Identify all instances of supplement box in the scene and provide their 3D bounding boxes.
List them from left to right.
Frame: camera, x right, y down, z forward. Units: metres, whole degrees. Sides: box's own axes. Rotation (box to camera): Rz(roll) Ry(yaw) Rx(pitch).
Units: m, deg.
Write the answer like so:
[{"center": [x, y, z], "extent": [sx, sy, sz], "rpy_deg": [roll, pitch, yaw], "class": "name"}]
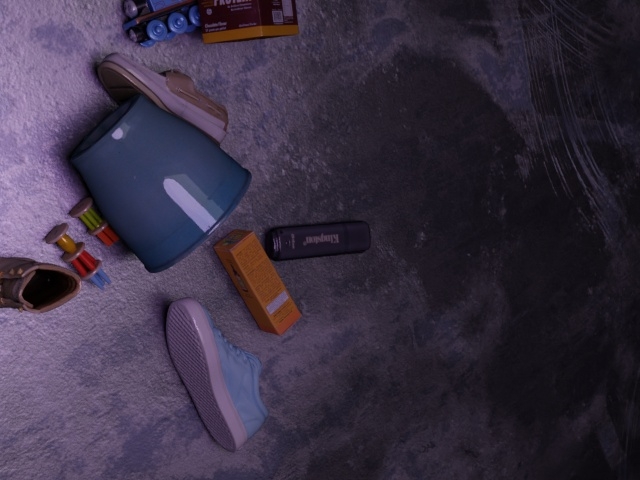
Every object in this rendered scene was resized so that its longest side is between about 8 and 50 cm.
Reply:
[{"center": [-0.146, -0.496, 1.889], "extent": [0.191, 0.129, 0.194], "rpy_deg": [-31, 116, -65], "class": "supplement box"}, {"center": [-0.133, 0.089, 2.043], "extent": [0.080, 0.078, 0.233], "rpy_deg": [-43, 119, -26], "class": "supplement box"}]

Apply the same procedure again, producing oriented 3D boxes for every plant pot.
[{"center": [-0.313, -0.123, 1.783], "extent": [0.255, 0.271, 0.272], "rpy_deg": [47, 67, -20], "class": "plant pot"}]

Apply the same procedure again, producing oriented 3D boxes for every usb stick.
[{"center": [0.000, 0.000, 2.155], "extent": [0.278, 0.045, 0.077], "rpy_deg": [-5, 99, -37], "class": "usb stick"}]

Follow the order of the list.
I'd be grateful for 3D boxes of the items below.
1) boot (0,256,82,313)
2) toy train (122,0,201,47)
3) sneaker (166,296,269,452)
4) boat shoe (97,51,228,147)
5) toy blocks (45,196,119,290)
[{"center": [-0.563, 0.079, 1.632], "extent": [0.262, 0.203, 0.095], "rpy_deg": [-2, 96, -39], "class": "boot"}, {"center": [-0.301, -0.447, 1.861], "extent": [0.184, 0.080, 0.105], "rpy_deg": [-29, 103, -30], "class": "toy train"}, {"center": [-0.205, 0.254, 1.986], "extent": [0.150, 0.135, 0.366], "rpy_deg": [-37, 125, -37], "class": "sneaker"}, {"center": [-0.302, -0.281, 1.863], "extent": [0.302, 0.113, 0.103], "rpy_deg": [39, 66, -41], "class": "boat shoe"}, {"center": [-0.432, 0.011, 1.821], "extent": [0.123, 0.054, 0.148], "rpy_deg": [-51, 123, -23], "class": "toy blocks"}]
